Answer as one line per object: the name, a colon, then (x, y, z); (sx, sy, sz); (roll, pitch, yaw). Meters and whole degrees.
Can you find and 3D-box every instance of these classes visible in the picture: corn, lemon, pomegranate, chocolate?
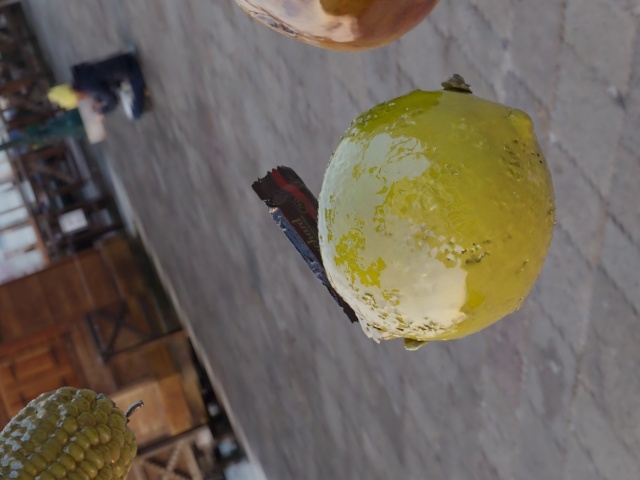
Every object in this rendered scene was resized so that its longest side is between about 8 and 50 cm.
corn: (-0.221, 0.211, 0.861); (0.310, 0.101, 0.101); (-58, -24, -46)
lemon: (0.082, -0.015, 0.923); (0.173, 0.173, 0.206); (46, 122, 59)
pomegranate: (0.015, -0.262, 1.017); (0.215, 0.215, 0.215); (160, 90, -77)
chocolate: (0.000, 0.000, 1.305); (0.028, 0.086, 0.182); (-34, 88, 35)
